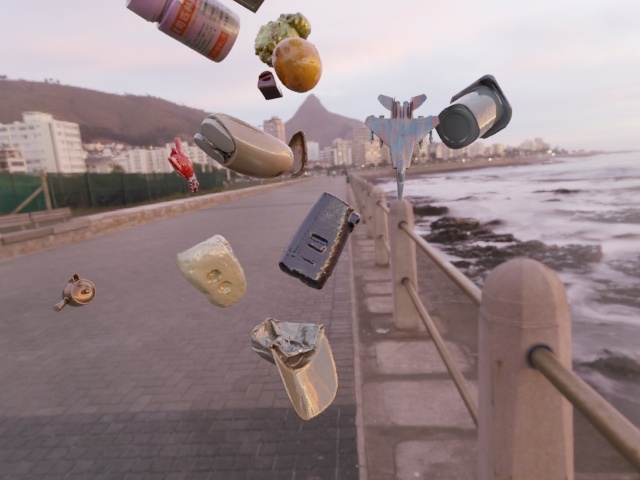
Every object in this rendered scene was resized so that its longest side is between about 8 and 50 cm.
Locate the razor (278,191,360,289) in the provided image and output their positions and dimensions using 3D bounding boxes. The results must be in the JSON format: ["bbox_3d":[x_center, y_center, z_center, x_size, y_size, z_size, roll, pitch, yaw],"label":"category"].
[{"bbox_3d":[0.000,-0.001,1.452,0.189,0.327,0.107,31,-9,-4],"label":"razor"}]

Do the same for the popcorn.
[{"bbox_3d":[-0.197,-0.970,1.964,0.225,0.286,0.173,43,4,33],"label":"popcorn"}]

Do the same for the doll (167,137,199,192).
[{"bbox_3d":[-0.430,-0.229,1.303,0.057,0.169,0.109,-13,47,12],"label":"doll"}]

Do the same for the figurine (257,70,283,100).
[{"bbox_3d":[-0.215,-0.668,1.720,0.082,0.098,0.154,-4,-9,9],"label":"figurine"}]

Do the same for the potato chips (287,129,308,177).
[{"bbox_3d":[-0.097,-0.374,1.789,0.049,0.202,0.150,8,-10,-38],"label":"potato chips"}]

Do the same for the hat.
[{"bbox_3d":[-0.077,0.316,1.034,0.149,0.245,0.214,-10,-7,37],"label":"hat"}]

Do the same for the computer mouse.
[{"bbox_3d":[-0.181,-0.215,0.982,0.236,0.082,0.145,22,-23,-27],"label":"computer mouse"}]

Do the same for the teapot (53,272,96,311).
[{"bbox_3d":[-0.631,0.136,1.029,0.080,0.085,0.110,-16,17,27],"label":"teapot"}]

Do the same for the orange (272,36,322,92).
[{"bbox_3d":[-0.094,-0.722,1.685,0.193,0.219,0.219,-24,10,1],"label":"orange"}]

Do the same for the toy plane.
[{"bbox_3d":[0.245,-0.285,1.246,0.222,0.327,0.104,1,5,5],"label":"toy plane"}]

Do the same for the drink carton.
[{"bbox_3d":[0.496,-0.403,1.342,0.189,0.191,0.185,-38,9,-38],"label":"drink carton"}]

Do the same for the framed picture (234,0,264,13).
[{"bbox_3d":[-0.250,-0.791,1.170,0.265,0.018,0.192,12,-31,-38],"label":"framed picture"}]

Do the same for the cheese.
[{"bbox_3d":[-0.358,0.096,1.367,0.173,0.251,0.248,-30,-11,-2],"label":"cheese"}]

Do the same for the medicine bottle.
[{"bbox_3d":[-0.528,-0.889,1.597,0.388,0.219,0.219,20,-8,-38],"label":"medicine bottle"}]
